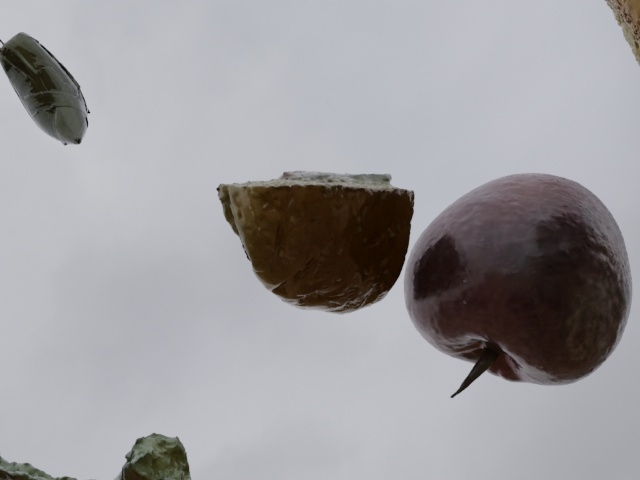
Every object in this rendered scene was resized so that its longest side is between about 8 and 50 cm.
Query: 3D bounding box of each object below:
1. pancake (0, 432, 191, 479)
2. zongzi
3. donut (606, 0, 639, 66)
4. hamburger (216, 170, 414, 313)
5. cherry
[{"bbox_3d":[-0.246,0.192,0.623,0.376,0.054,0.197,-9,-54,25],"label":"pancake"},{"bbox_3d":[-0.292,-0.170,0.822,0.062,0.130,0.154,-33,-67,-6],"label":"zongzi"},{"bbox_3d":[0.332,-0.178,0.691,0.108,0.278,0.277,-32,-47,22],"label":"donut"},{"bbox_3d":[0.000,0.000,0.799,0.207,0.135,0.155,5,-93,-61],"label":"hamburger"},{"bbox_3d":[0.211,0.048,0.865,0.285,0.236,0.213,-54,-17,-21],"label":"cherry"}]
